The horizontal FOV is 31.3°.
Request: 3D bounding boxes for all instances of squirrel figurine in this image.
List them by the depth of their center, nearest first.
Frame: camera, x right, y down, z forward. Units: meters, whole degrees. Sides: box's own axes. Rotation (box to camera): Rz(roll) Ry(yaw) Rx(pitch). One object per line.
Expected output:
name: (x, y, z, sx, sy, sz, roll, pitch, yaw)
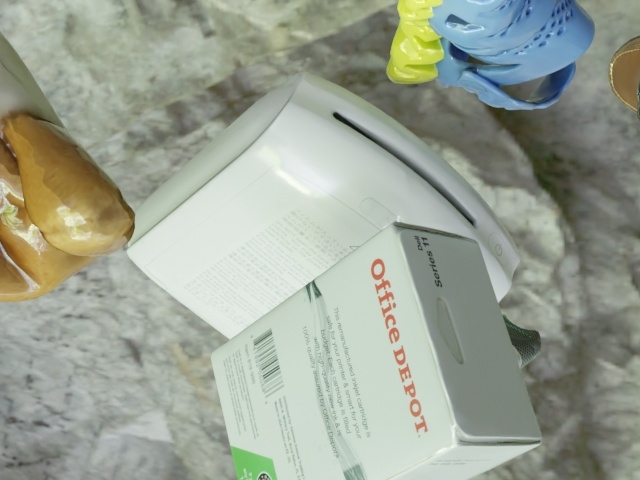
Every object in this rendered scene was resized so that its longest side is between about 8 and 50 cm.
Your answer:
squirrel figurine: (-0.359, -0.007, 0.796, 0.370, 0.397, 0.281, -35, -88, -11)

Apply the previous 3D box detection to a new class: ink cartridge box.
ink cartridge box: (0.030, 0.103, 0.772, 0.086, 0.208, 0.153, 8, -123, -41)

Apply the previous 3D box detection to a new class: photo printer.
photo printer: (0.000, 0.000, 0.977, 0.256, 0.307, 0.107, 38, -126, -14)

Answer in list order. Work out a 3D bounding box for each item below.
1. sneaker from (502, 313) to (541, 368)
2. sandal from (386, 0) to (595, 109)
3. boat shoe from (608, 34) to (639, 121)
sneaker: (0.171, 0.105, 1.249, 0.076, 0.166, 0.065, -22, -60, -33)
sandal: (0.126, -0.165, 0.778, 0.138, 0.317, 0.126, 23, -91, 5)
boat shoe: (0.380, -0.162, 1.195, 0.104, 0.307, 0.111, -17, -73, -16)
